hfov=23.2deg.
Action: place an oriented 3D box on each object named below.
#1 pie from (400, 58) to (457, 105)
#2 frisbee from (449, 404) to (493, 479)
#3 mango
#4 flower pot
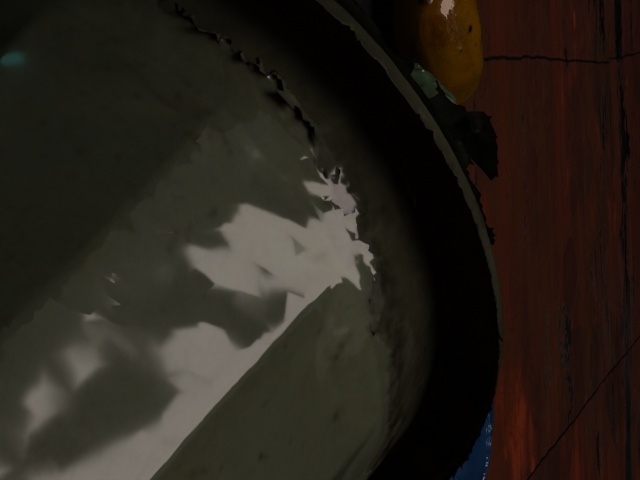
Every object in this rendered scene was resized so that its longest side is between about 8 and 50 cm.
[{"bbox_3d":[0.000,0.000,0.879,0.240,0.054,0.240,-54,-162,26],"label":"pie"},{"bbox_3d":[0.137,0.160,1.473,0.242,0.045,0.242,-2,90,-70],"label":"frisbee"},{"bbox_3d":[0.103,-0.169,1.334,0.190,0.075,0.098,57,42,-68],"label":"mango"},{"bbox_3d":[-0.117,0.058,0.471,0.259,0.290,0.290,-51,139,-42],"label":"flower pot"}]
